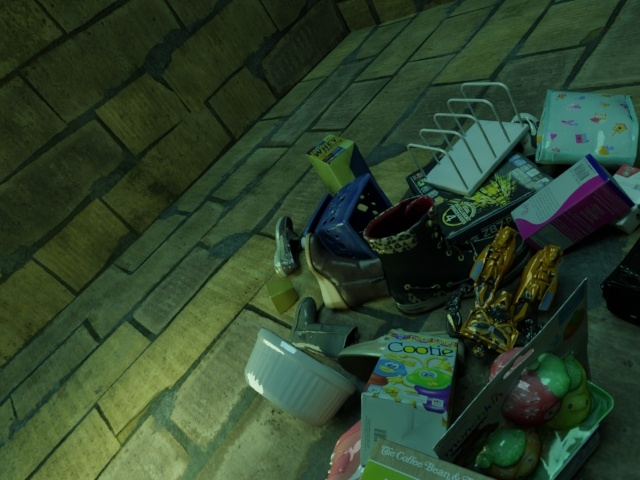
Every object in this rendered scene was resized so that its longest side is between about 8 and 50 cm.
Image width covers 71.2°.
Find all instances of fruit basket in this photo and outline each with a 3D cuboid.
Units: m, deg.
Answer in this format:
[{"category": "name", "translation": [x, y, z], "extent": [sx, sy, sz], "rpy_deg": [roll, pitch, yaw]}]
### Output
[{"category": "fruit basket", "translation": [0.335, 0.270, 0.706], "extent": [0.327, 0.353, 0.165], "rpy_deg": [-42, 48, -11]}]

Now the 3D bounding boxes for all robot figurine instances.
[{"category": "robot figurine", "translation": [0.402, 0.124, 0.981], "extent": [0.211, 0.085, 0.291], "rpy_deg": [24, 77, 20]}]

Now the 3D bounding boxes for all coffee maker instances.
[{"category": "coffee maker", "translation": [0.646, 0.056, 0.857], "extent": [0.120, 0.171, 0.178], "rpy_deg": [37, 76, 28]}]

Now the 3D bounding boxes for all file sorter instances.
[{"category": "file sorter", "translation": [0.420, -0.301, 1.308], "extent": [0.278, 0.173, 0.192], "rpy_deg": [-48, 32, -7]}]

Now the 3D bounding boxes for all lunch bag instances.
[{"category": "lunch bag", "translation": [0.698, -0.276, 1.189], "extent": [0.223, 0.160, 0.262], "rpy_deg": [10, 47, 20]}]

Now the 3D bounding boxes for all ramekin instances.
[{"category": "ramekin", "translation": [-0.057, 0.331, 1.070], "extent": [0.272, 0.273, 0.127], "rpy_deg": [16, 70, 50]}]

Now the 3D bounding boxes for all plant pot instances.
[{"category": "plant pot", "translation": [-0.123, 0.177, 1.478], "extent": [0.083, 0.081, 0.081], "rpy_deg": [-26, 33, -4]}, {"category": "plant pot", "translation": [0.097, -0.036, 1.416], "extent": [0.212, 0.236, 0.236], "rpy_deg": [-15, 36, 40]}]

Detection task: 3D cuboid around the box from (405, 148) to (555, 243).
[{"category": "box", "translation": [0.464, -0.152, 1.348], "extent": [0.318, 0.097, 0.395], "rpy_deg": [-27, 33, 10]}]

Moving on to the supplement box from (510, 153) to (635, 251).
[{"category": "supplement box", "translation": [0.586, -0.075, 1.059], "extent": [0.220, 0.113, 0.111], "rpy_deg": [-43, 26, 33]}]

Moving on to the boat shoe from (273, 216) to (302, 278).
[{"category": "boat shoe", "translation": [-0.113, 0.015, 1.656], "extent": [0.092, 0.103, 0.285], "rpy_deg": [-18, 40, 16]}]

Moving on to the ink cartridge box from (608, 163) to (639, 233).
[{"category": "ink cartridge box", "translation": [0.718, -0.097, 1.048], "extent": [0.135, 0.056, 0.099], "rpy_deg": [-55, 31, 12]}]

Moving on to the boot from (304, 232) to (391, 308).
[{"category": "boot", "translation": [0.079, 0.072, 1.300], "extent": [0.206, 0.249, 0.090], "rpy_deg": [-17, 7, 21]}]

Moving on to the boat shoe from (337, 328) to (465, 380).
[{"category": "boat shoe", "translation": [0.189, 0.267, 1.066], "extent": [0.302, 0.109, 0.098], "rpy_deg": [-10, 35, 25]}]

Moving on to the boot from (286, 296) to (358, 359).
[{"category": "boot", "translation": [0.013, 0.246, 1.272], "extent": [0.208, 0.076, 0.190], "rpy_deg": [-12, 54, 42]}]

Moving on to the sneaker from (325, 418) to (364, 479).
[{"category": "sneaker", "translation": [0.067, 0.481, 0.923], "extent": [0.314, 0.116, 0.136], "rpy_deg": [-43, 23, -24]}]

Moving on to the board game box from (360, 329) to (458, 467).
[{"category": "board game box", "translation": [0.180, 0.297, 0.856], "extent": [0.141, 0.145, 0.275], "rpy_deg": [5, 14, 19]}]

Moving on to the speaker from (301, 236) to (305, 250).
[{"category": "speaker", "translation": [0.000, 0.000, 1.608], "extent": [0.136, 0.055, 0.055], "rpy_deg": [-13, 39, 31]}]

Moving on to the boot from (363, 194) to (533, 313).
[{"category": "boot", "translation": [0.311, 0.012, 1.105], "extent": [0.377, 0.284, 0.138], "rpy_deg": [-24, 35, 16]}]

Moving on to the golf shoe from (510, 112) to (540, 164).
[{"category": "golf shoe", "translation": [0.650, -0.349, 1.410], "extent": [0.105, 0.120, 0.273], "rpy_deg": [-18, 36, 27]}]

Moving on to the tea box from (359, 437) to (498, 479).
[{"category": "tea box", "translation": [0.165, 0.505, 0.579], "extent": [0.219, 0.329, 0.324], "rpy_deg": [1, 46, 43]}]

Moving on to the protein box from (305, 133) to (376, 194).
[{"category": "protein box", "translation": [0.079, -0.288, 1.765], "extent": [0.136, 0.200, 0.201], "rpy_deg": [-40, 33, -8]}]
